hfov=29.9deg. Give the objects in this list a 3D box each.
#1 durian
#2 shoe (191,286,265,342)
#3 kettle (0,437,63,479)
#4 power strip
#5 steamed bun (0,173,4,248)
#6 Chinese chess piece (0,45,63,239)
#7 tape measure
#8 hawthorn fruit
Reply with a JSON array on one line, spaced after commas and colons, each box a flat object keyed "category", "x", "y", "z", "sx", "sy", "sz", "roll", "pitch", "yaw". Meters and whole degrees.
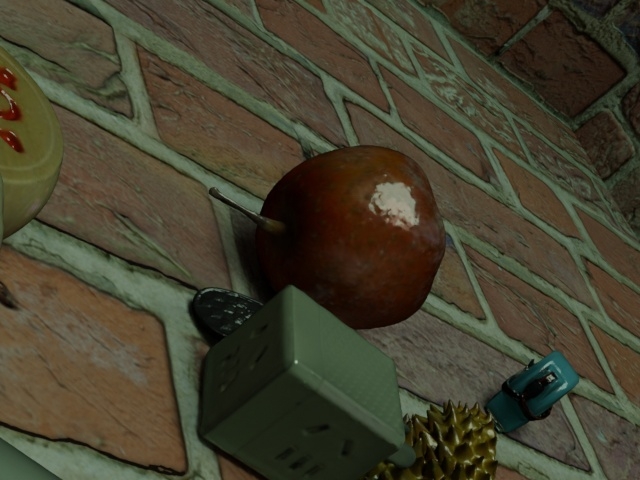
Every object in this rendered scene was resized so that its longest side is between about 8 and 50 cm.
[{"category": "durian", "x": 0.109, "y": 0.267, "z": 1.354, "sx": 0.186, "sy": 0.154, "sz": 0.260, "roll": 12, "pitch": 28, "yaw": -18}, {"category": "shoe", "x": -0.065, "y": 0.112, "z": 1.345, "sx": 0.179, "sy": 0.049, "sz": 0.071, "roll": 20, "pitch": 41, "yaw": -10}, {"category": "kettle", "x": -0.162, "y": 0.289, "z": 0.716, "sx": 0.318, "sy": 0.205, "sz": 0.265, "roll": 42, "pitch": 46, "yaw": -17}, {"category": "power strip", "x": 0.001, "y": 0.177, "z": 1.251, "sx": 0.224, "sy": 0.140, "sz": 0.139, "roll": 39, "pitch": 24, "yaw": -26}, {"category": "steamed bun", "x": -0.359, "y": -0.054, "z": 0.838, "sx": 0.206, "sy": 0.275, "sz": 0.320, "roll": 176, "pitch": -99, "yaw": -84}, {"category": "Chinese chess piece", "x": -0.355, "y": -0.111, "z": 1.110, "sx": 0.251, "sy": 0.097, "sz": 0.251, "roll": 38, "pitch": 25, "yaw": -22}, {"category": "tape measure", "x": 0.318, "y": 0.221, "z": 1.771, "sx": 0.081, "sy": 0.125, "sz": 0.146, "roll": 52, "pitch": 23, "yaw": 10}, {"category": "hawthorn fruit", "x": 0.029, "y": 0.007, "z": 1.500, "sx": 0.235, "sy": 0.263, "sz": 0.231, "roll": 62, "pitch": -9, "yaw": 7}]
